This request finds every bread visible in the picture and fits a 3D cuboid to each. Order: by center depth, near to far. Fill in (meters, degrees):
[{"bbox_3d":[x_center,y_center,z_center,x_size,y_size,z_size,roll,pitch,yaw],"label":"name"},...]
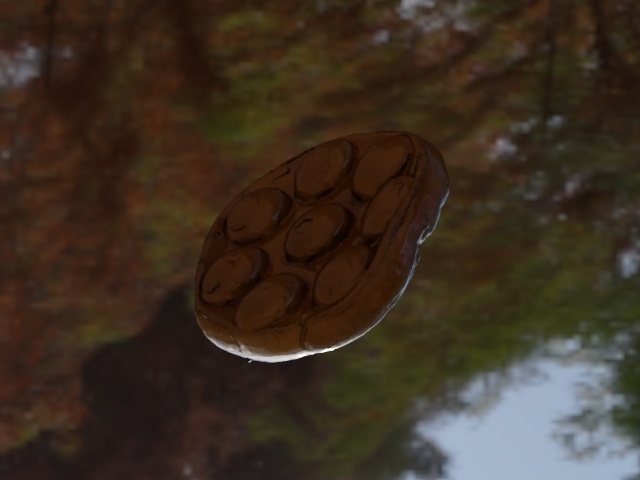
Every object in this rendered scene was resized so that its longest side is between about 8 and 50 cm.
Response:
[{"bbox_3d":[0.000,0.000,0.710,0.110,0.024,0.110,-24,-147,17],"label":"bread"}]
